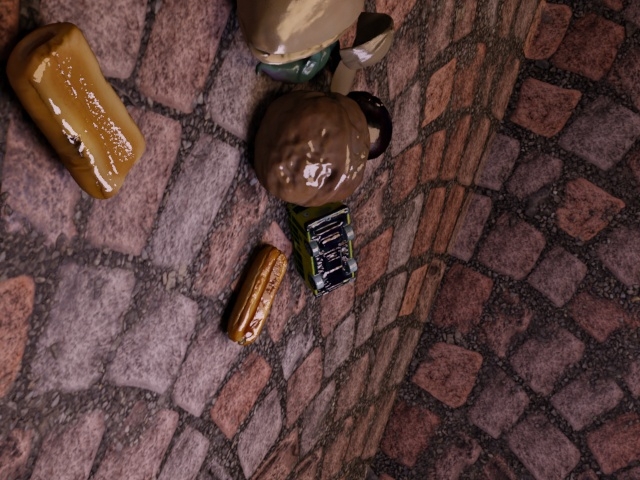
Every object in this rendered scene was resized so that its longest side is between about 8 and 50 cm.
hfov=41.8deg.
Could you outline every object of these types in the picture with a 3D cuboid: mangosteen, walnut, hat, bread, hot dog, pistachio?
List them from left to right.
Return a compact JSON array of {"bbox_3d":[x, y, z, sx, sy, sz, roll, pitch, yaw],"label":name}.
[{"bbox_3d":[-0.368,-0.194,1.270,0.305,0.091,0.142,71,38,-54],"label":"bread"},{"bbox_3d":[-0.154,0.127,1.987,0.100,0.068,0.250,39,70,-54],"label":"hot dog"},{"bbox_3d":[-0.041,-0.468,1.597,0.226,0.208,0.332,48,61,-12],"label":"pistachio"},{"bbox_3d":[-0.015,-0.196,1.835,0.273,0.227,0.273,-50,155,-34],"label":"walnut"},{"bbox_3d":[0.066,-0.254,2.035,0.230,0.194,0.194,-52,165,29],"label":"mangosteen"},{"bbox_3d":[0.103,-0.403,1.883,0.173,0.144,0.166,76,30,-44],"label":"hat"}]

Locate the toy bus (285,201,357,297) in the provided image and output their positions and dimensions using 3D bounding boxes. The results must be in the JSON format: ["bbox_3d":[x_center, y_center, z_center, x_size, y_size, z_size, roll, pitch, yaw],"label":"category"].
[{"bbox_3d":[0.000,0.000,2.104,0.128,0.150,0.262,-25,138,-17],"label":"toy bus"}]

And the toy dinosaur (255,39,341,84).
[{"bbox_3d":[-0.028,-0.371,1.849,0.383,0.129,0.331,-54,160,-28],"label":"toy dinosaur"}]
